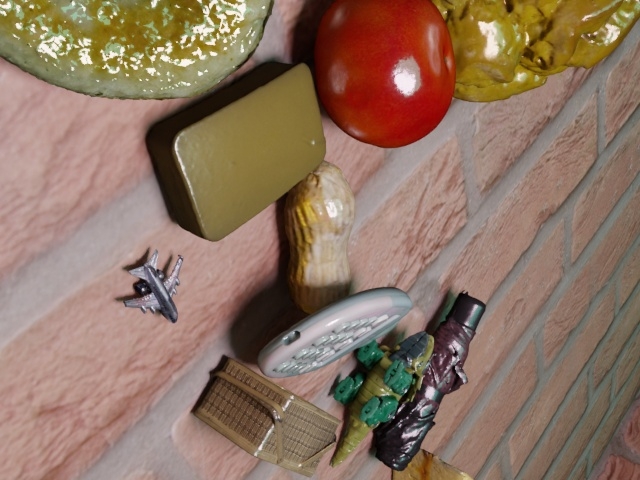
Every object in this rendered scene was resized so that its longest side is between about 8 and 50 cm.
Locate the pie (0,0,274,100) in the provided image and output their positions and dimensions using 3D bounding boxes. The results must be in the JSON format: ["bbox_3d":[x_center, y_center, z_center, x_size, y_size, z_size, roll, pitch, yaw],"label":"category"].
[{"bbox_3d":[-0.158,-0.257,0.536,0.323,0.070,0.323,-13,117,-27],"label":"pie"}]

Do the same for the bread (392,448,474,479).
[{"bbox_3d":[0.196,0.486,1.315,0.163,0.168,0.264,-57,139,-15],"label":"bread"}]

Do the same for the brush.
[{"bbox_3d":[-0.079,-0.098,0.756,0.197,0.059,0.123,-40,132,-36],"label":"brush"}]

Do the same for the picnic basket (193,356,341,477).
[{"bbox_3d":[-0.061,0.217,0.889,0.079,0.115,0.164,-60,143,-11],"label":"picnic basket"}]

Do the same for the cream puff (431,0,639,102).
[{"bbox_3d":[0.274,-0.322,0.939,0.324,0.257,0.290,14,92,-54],"label":"cream puff"}]

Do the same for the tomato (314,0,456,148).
[{"bbox_3d":[0.078,-0.197,0.821,0.195,0.136,0.195,5,84,-63],"label":"tomato"}]

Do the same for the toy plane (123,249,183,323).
[{"bbox_3d":[-0.165,0.052,0.744,0.078,0.031,0.083,-42,136,-32],"label":"toy plane"}]

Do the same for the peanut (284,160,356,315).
[{"bbox_3d":[0.000,0.000,0.884,0.087,0.087,0.206,-26,126,-43],"label":"peanut"}]

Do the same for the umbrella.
[{"bbox_3d":[0.187,0.236,1.240,0.090,0.094,0.326,30,82,-9],"label":"umbrella"}]

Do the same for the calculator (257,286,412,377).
[{"bbox_3d":[0.025,0.115,0.922,0.184,0.042,0.295,-35,164,16],"label":"calculator"}]

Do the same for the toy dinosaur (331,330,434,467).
[{"bbox_3d":[0.079,0.241,1.110,0.259,0.094,0.153,-54,148,1],"label":"toy dinosaur"}]
